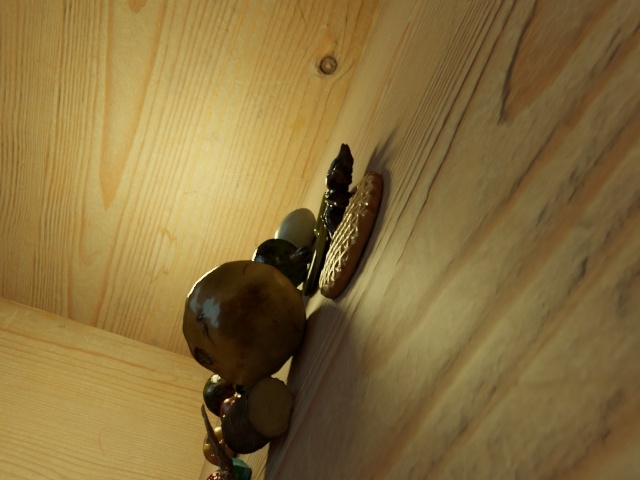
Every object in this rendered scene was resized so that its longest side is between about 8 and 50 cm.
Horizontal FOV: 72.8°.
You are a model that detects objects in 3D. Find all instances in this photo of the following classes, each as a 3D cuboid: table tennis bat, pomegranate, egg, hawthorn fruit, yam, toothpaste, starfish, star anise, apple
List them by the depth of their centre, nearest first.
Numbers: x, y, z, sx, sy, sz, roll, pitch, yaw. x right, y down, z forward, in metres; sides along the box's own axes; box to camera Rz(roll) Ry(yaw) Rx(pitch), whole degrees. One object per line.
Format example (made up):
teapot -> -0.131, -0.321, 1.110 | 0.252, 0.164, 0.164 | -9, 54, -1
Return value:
yam -> -0.151, 0.415, 1.012 | 0.129, 0.128, 0.238 | -30, -17, -42
starfish -> -0.233, 0.539, 1.048 | 0.294, 0.048, 0.231 | 61, 165, 17
pomegranate -> -0.198, 0.213, 1.169 | 0.332, 0.333, 0.332 | -159, 90, -82
star anise -> 0.051, -0.121, 1.175 | 0.288, 0.088, 0.287 | -171, 90, -89
toothpaste -> -0.248, 0.678, 1.262 | 0.266, 0.050, 0.065 | 125, 161, -64
table tennis bat -> 0.000, 0.000, 1.350 | 0.224, 0.054, 0.368 | 111, 173, -61
pomegranate -> -0.123, 0.079, 1.517 | 0.248, 0.202, 0.202 | -29, 32, 36
hawthorn fruit -> -0.317, 0.642, 1.620 | 0.128, 0.128, 0.127 | -159, 90, -82
apple -> -0.373, 0.763, 1.622 | 0.146, 0.147, 0.146 | -159, 90, -82
egg -> -0.094, -0.030, 1.693 | 0.209, 0.151, 0.151 | -62, 9, 10
pomegranate -> -0.403, 0.676, 1.961 | 0.248, 0.214, 0.214 | -32, 6, -4

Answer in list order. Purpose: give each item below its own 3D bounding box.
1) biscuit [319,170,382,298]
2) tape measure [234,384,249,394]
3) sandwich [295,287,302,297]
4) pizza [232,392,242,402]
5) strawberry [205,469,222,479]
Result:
biscuit -> 0.060, 0.001, 0.949 | 0.204, 0.040, 0.308 | -93, 25, -72
tape measure -> -0.261, 0.494, 1.638 | 0.186, 0.112, 0.198 | 114, 170, -82
sandwich -> -0.146, 0.240, 1.479 | 0.187, 0.117, 0.144 | 123, 168, -65
pizza -> -0.266, 0.574, 1.489 | 0.184, 0.036, 0.176 | -60, 38, 19
strawberry -> -0.349, 0.826, 1.460 | 0.192, 0.085, 0.140 | -93, 22, -76
